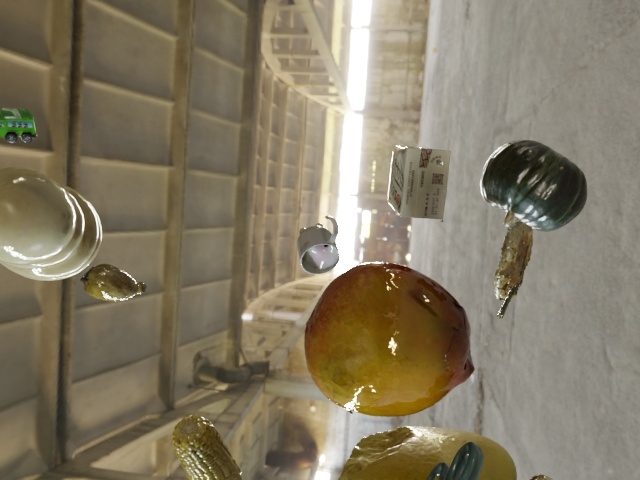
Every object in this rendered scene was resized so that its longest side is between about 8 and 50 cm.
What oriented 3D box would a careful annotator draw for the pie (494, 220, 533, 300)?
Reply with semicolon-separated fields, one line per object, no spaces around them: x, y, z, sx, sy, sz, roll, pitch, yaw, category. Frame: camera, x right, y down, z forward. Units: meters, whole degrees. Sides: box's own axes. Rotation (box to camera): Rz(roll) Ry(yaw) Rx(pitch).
0.602;0.061;1.644;0.274;0.055;0.274;-28;-54;-48;pie

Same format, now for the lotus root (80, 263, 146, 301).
-0.714;0.152;1.820;0.138;0.214;0.138;-164;90;-75;lotus root

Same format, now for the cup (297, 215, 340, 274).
-0.012;0.004;1.770;0.142;0.134;0.173;-106;14;-49;cup

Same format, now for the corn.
-0.209;0.412;0.978;0.091;0.091;0.260;-111;8;-46;corn

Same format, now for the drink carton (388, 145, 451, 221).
0.280;-0.177;1.542;0.324;0.132;0.194;-84;-3;-79;drink carton

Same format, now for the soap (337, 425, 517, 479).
0.247;0.548;1.273;0.306;0.428;0.115;-21;-75;-67;soap

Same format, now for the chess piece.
-0.394;-0.019;0.724;0.300;0.167;0.167;174;101;-69;chess piece

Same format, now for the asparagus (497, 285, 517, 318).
0.405;0.133;1.142;0.014;0.015;0.114;58;-136;-11;asparagus

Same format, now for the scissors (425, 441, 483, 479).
0.143;0.386;0.684;0.138;0.041;0.289;-53;-4;37;scissors

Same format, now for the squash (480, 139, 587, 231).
0.441;-0.112;1.098;0.172;0.218;0.218;-43;-15;-6;squash

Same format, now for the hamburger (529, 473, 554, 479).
0.458;0.586;1.064;0.135;0.155;0.207;104;-177;-79;hamburger

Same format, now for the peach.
0.145;0.220;1.142;0.290;0.373;0.372;8;-94;-60;peach

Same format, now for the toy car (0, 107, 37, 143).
-0.731;-0.262;1.182;0.071;0.165;0.062;47;129;36;toy car
